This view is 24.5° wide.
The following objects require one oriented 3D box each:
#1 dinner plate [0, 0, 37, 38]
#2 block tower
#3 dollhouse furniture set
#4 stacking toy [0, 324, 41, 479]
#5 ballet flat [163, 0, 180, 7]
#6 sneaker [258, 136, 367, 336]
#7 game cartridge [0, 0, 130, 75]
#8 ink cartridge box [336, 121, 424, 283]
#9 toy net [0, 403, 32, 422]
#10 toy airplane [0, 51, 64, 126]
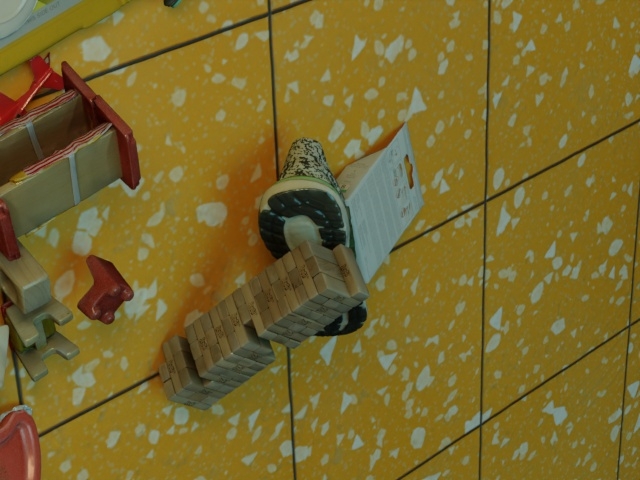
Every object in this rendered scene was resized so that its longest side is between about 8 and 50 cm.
[{"bbox_3d":[-0.384,-0.303,1.736,0.141,0.017,0.141,-25,125,-41],"label":"dinner plate"},{"bbox_3d":[-0.091,0.123,2.160,0.335,0.091,0.097,-35,147,23],"label":"block tower"},{"bbox_3d":[-0.350,-0.017,1.904,0.201,0.152,0.374,-32,149,-25],"label":"dollhouse furniture set"},{"bbox_3d":[-0.497,0.246,1.829,0.309,0.130,0.280,3,78,-64],"label":"stacking toy"},{"bbox_3d":[-0.166,-0.408,1.964,0.203,0.074,0.074,-54,139,-4],"label":"ballet flat"},{"bbox_3d":[0.000,0.000,2.285,0.410,0.158,0.182,86,9,-52],"label":"sneaker"},{"bbox_3d":[-0.354,-0.370,1.783,0.323,0.052,0.285,-36,132,-29],"label":"game cartridge"},{"bbox_3d":[0.090,-0.066,2.437,0.225,0.056,0.181,-55,143,-41],"label":"ink cartridge box"},{"bbox_3d":[-0.462,0.324,2.006,0.232,0.045,0.122,-45,150,-30],"label":"toy net"},{"bbox_3d":[-0.379,-0.174,1.872,0.151,0.028,0.151,-26,128,-38],"label":"toy airplane"}]
